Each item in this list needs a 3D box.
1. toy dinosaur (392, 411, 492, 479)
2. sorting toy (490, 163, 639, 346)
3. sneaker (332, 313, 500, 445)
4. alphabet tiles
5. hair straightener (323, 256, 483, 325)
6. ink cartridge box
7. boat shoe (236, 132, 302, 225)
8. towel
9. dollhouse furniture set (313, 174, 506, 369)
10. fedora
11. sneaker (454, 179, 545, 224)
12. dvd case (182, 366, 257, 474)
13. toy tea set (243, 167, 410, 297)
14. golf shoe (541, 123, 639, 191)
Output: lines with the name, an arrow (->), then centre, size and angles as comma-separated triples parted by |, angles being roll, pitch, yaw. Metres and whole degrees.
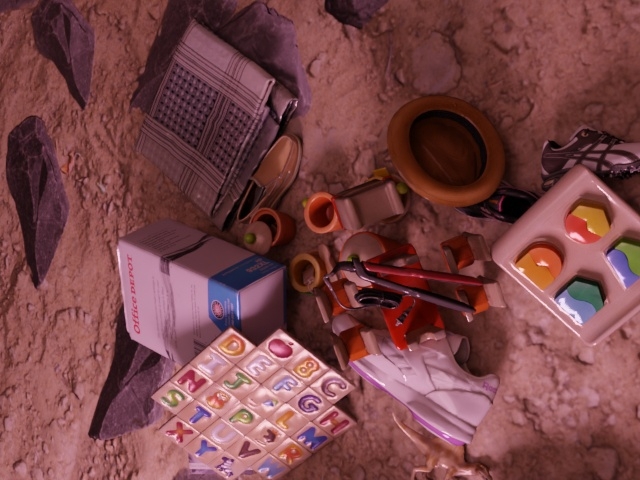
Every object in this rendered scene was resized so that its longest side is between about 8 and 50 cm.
toy dinosaur -> 0.184, 0.347, 1.394 | 0.183, 0.053, 0.092 | 28, 99, 15
sorting toy -> 0.372, 0.026, 1.232 | 0.208, 0.038, 0.193 | 44, 118, 4
sneaker -> 0.153, 0.191, 1.405 | 0.305, 0.114, 0.152 | 35, 90, 31
alphabet tiles -> -0.117, 0.293, 1.519 | 0.285, 0.011, 0.342 | 40, 118, -16
hair straightener -> 0.113, 0.079, 1.241 | 0.047, 0.230, 0.089 | -151, 70, -77
ink cartridge box -> -0.215, 0.115, 1.597 | 0.307, 0.129, 0.223 | 21, 124, 34
boat shoe -> -0.096, -0.109, 1.593 | 0.068, 0.072, 0.190 | 33, 107, 32
towel -> -0.219, -0.227, 1.696 | 0.324, 0.056, 0.312 | 41, 111, 29
dollhouse furniture set -> 0.110, 0.037, 1.333 | 0.262, 0.135, 0.259 | -21, 96, -4
fedora -> 0.186, -0.127, 1.337 | 0.194, 0.194, 0.079 | 64, 163, 19
sneaker -> 0.272, -0.061, 1.326 | 0.178, 0.077, 0.072 | 9, 93, 36
dvd case -> -0.197, 0.338, 1.685 | 0.164, 0.018, 0.221 | -10, 83, 35
toy tea set -> 0.000, 0.000, 1.489 | 0.336, 0.124, 0.200 | -14, 81, 34
golf shoe -> 0.401, -0.127, 1.237 | 0.198, 0.077, 0.094 | -14, 80, 33
